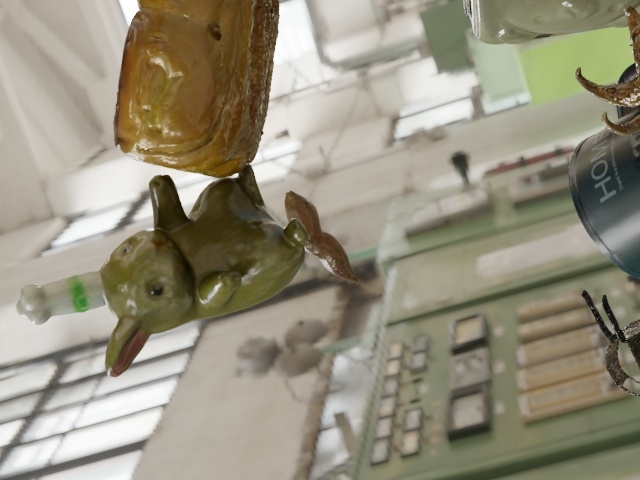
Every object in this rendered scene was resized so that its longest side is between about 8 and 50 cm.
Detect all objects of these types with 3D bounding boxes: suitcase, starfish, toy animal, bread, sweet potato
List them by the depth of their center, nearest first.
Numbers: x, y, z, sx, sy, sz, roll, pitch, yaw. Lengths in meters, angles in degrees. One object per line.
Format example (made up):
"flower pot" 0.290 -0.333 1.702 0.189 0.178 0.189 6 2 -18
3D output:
"bread" -0.129 -0.242 1.525 0.337 0.148 0.328 3 -83 -84
"toy animal" -0.187 0.036 1.591 0.181 0.363 0.180 49 139 25
"starfish" 0.406 -0.221 1.607 0.074 0.146 0.190 31 -142 -29
"suitcase" 0.402 -0.428 2.010 0.339 0.351 0.194 65 -162 -72
"sweet potato" -0.003 0.002 2.218 0.218 0.065 0.051 54 170 -23

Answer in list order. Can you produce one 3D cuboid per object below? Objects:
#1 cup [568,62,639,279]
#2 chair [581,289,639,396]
"cup" 0.549 -0.129 1.780 0.242 0.292 0.308 38 -130 -14
"chair" 0.559 0.159 2.132 0.149 0.174 0.213 52 -165 -86
